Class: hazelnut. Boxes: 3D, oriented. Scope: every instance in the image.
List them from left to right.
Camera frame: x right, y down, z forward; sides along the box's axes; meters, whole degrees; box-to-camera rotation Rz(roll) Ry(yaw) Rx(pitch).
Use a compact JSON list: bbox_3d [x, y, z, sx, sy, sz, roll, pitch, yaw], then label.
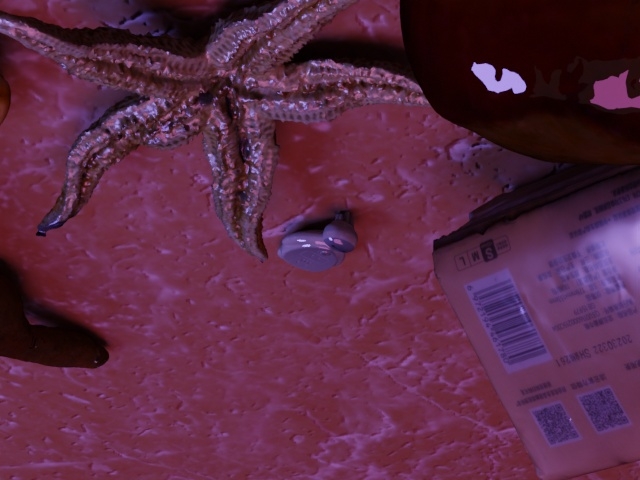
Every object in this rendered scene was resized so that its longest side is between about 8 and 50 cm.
[{"bbox_3d":[0.164,-0.152,1.072,0.230,0.229,0.229,2,143,1],"label":"hazelnut"}]

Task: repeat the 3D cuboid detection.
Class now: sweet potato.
[{"bbox_3d":[-0.285,0.065,1.487,0.075,0.074,0.269,-26,137,33],"label":"sweet potato"}]

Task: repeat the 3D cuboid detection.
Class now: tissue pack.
[{"bbox_3d":[0.280,0.019,1.269,0.239,0.238,0.305,29,146,-31],"label":"tissue pack"}]

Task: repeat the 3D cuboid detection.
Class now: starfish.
[{"bbox_3d":[-0.056,-0.097,1.253,0.358,0.078,0.347,-1,143,-6],"label":"starfish"}]

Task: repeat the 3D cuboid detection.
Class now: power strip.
[{"bbox_3d":[0.000,0.000,1.426,0.055,0.035,0.083,25,151,-27],"label":"power strip"}]

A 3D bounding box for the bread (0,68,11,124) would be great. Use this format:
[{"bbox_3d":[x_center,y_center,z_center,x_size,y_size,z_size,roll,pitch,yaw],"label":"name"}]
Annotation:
[{"bbox_3d":[-0.323,-0.124,1.232,0.200,0.077,0.116,19,139,-24],"label":"bread"}]
